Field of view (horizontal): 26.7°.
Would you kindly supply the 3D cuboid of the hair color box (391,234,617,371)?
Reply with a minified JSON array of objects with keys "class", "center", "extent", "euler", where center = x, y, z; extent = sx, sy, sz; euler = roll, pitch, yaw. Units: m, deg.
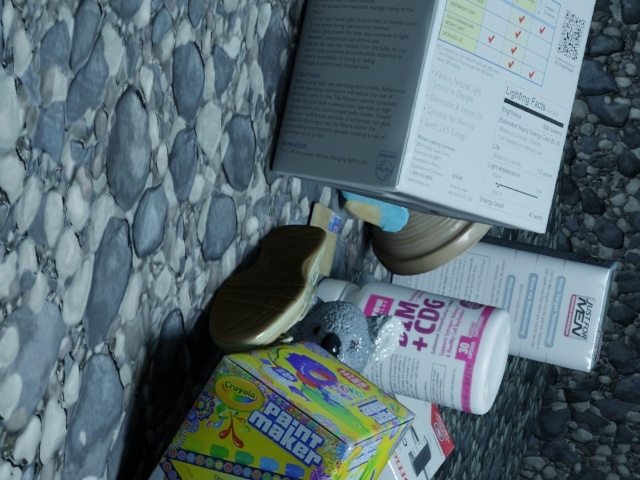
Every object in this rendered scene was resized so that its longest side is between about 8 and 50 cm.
[{"class":"hair color box","center":[0.317,0.094,2.387],"extent":[0.113,0.375,0.185],"euler":[-16,117,-70]}]

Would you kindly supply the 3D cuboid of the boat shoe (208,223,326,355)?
[{"class":"boat shoe","center":[-0.056,0.077,1.700],"extent":[0.285,0.105,0.089],"euler":[-51,145,-55]}]

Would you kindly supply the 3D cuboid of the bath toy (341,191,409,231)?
[{"class":"bath toy","center":[0.141,-0.173,2.096],"extent":[0.151,0.129,0.348],"euler":[-46,-168,51]}]

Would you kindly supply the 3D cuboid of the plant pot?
[{"class":"plant pot","center":[0.167,-0.066,2.157],"extent":[0.109,0.237,0.237],"euler":[51,46,-27]}]

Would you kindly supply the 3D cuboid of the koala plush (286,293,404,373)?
[{"class":"koala plush","center":[0.003,0.180,1.841],"extent":[0.203,0.196,0.221],"euler":[76,29,-76]}]

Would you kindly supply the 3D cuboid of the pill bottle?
[{"class":"pill bottle","center":[0.126,0.150,2.001],"extent":[0.160,0.283,0.160],"euler":[12,90,-72]}]

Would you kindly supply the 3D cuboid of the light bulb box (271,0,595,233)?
[{"class":"light bulb box","center":[0.160,-0.222,1.793],"extent":[0.358,0.225,0.361],"euler":[14,88,-49]}]

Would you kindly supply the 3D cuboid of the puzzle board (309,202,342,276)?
[{"class":"puzzle board","center":[0.000,0.000,1.968],"extent":[0.128,0.011,0.096],"euler":[22,80,-72]}]

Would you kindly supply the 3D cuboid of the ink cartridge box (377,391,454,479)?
[{"class":"ink cartridge box","center":[0.093,0.305,2.145],"extent":[0.197,0.114,0.273],"euler":[65,24,-2]}]

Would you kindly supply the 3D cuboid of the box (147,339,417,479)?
[{"class":"box","center":[-0.060,0.284,1.573],"extent":[0.279,0.177,0.290],"euler":[-58,164,9]}]
